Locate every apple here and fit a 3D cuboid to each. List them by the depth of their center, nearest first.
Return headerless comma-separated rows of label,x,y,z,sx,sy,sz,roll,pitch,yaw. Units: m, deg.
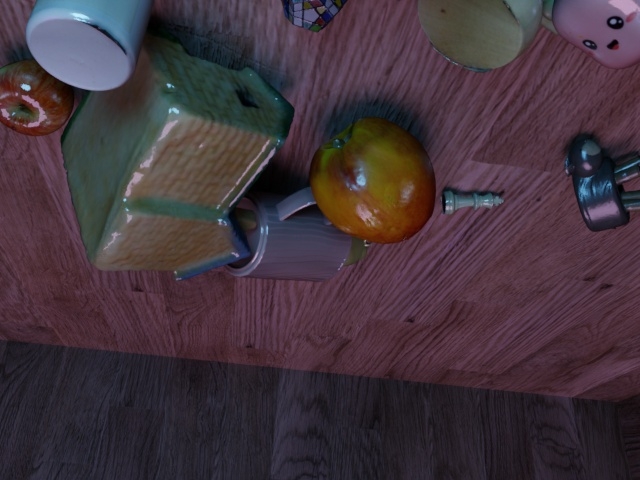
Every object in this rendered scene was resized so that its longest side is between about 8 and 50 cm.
apple,-0.548,-0.274,1.124,0.146,0.131,0.146,2,131,2

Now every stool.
stool,0.618,-0.116,1.258,0.139,0.153,0.228,-17,145,33

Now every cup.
cup,-0.066,-0.008,1.388,0.273,0.209,0.288,6,174,-43

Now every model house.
model house,-0.254,-0.164,1.144,0.342,0.335,0.382,6,139,-44

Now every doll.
doll,0.436,-0.367,0.832,0.268,0.216,0.284,30,167,-3

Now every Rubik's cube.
Rubik's cube,-0.012,-0.381,0.913,0.111,0.093,0.111,2,150,1

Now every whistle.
whistle,0.007,-0.004,1.595,0.294,0.141,0.141,7,158,36

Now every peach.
peach,0.114,-0.111,1.206,0.238,0.281,0.281,-28,139,28

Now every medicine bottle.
medicine bottle,-0.308,-0.352,0.831,0.143,0.258,0.143,4,152,2

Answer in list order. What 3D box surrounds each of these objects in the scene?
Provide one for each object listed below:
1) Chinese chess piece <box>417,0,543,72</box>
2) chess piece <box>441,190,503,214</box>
Chinese chess piece,0.239,-0.349,0.888,0.188,0.083,0.188,32,163,11
chess piece,0.373,-0.093,1.432,0.149,0.059,0.059,-1,151,0
